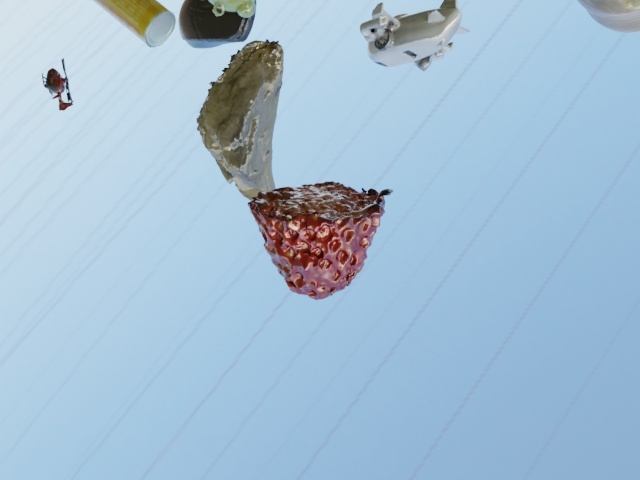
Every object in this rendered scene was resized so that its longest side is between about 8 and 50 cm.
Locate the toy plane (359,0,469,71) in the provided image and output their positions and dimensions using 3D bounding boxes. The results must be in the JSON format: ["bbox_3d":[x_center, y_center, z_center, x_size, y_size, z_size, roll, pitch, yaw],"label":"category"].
[{"bbox_3d":[0.200,-0.447,1.674,0.245,0.245,0.117,-7,-104,35],"label":"toy plane"}]

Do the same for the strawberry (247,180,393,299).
[{"bbox_3d":[0.000,0.000,1.275,0.234,0.178,0.234,0,-160,0],"label":"strawberry"}]

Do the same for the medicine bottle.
[{"bbox_3d":[-0.316,-0.380,1.177,0.218,0.074,0.074,40,-102,14],"label":"medicine bottle"}]

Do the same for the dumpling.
[{"bbox_3d":[-0.157,-0.224,1.524,0.166,0.332,0.086,0,-161,-12],"label":"dumpling"}]

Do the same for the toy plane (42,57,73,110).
[{"bbox_3d":[-0.626,-0.366,1.864,0.060,0.037,0.145,-20,-116,2],"label":"toy plane"}]

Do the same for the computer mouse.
[{"bbox_3d":[-0.248,-0.502,1.731,0.270,0.086,0.137,7,-90,49],"label":"computer mouse"}]

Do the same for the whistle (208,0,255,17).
[{"bbox_3d":[-0.158,-0.571,1.566,0.106,0.131,0.288,130,-20,-74],"label":"whistle"}]

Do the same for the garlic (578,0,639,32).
[{"bbox_3d":[0.347,-0.317,0.789,0.228,0.228,0.152,-34,-119,6],"label":"garlic"}]
